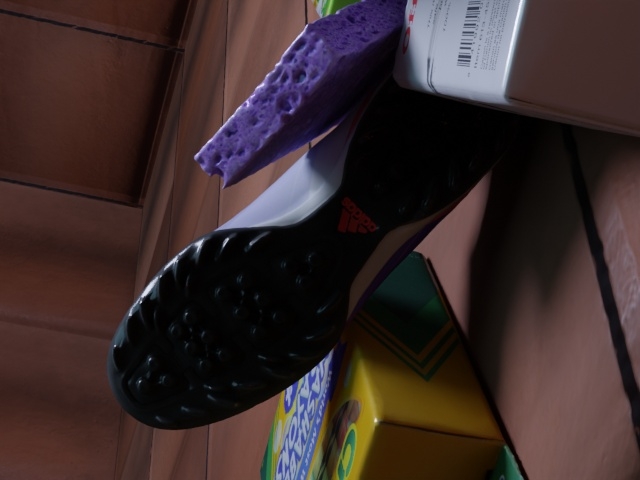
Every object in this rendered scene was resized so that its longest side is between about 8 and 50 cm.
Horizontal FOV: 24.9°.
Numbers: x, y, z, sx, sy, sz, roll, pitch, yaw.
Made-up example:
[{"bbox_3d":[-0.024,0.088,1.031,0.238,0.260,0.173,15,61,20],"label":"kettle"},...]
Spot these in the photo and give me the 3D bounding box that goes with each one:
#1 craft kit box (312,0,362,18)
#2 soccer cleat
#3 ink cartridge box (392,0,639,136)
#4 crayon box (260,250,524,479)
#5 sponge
[{"bbox_3d":[0.049,-0.323,1.321,0.246,0.061,0.249,-92,17,-74],"label":"craft kit box"},{"bbox_3d":[0.000,0.000,0.918,0.318,0.108,0.116,-44,-2,0],"label":"soccer cleat"},{"bbox_3d":[0.122,-0.147,0.725,0.237,0.100,0.171,-138,60,-78],"label":"ink cartridge box"},{"bbox_3d":[0.032,0.152,0.929,0.323,0.083,0.203,-108,31,-66],"label":"crayon box"},{"bbox_3d":[0.015,-0.107,0.892,0.117,0.031,0.210,-47,-6,34],"label":"sponge"}]
